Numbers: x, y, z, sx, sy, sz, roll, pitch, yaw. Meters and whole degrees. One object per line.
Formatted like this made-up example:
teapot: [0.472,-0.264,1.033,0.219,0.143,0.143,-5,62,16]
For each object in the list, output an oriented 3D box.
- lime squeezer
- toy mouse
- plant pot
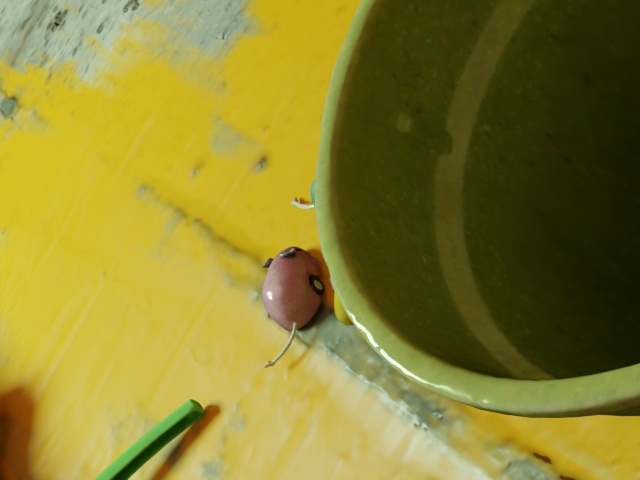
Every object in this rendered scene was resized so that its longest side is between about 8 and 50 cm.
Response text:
lime squeezer: [-0.180,0.233,0.952,0.110,0.059,0.310,7,70,52]
toy mouse: [0.000,0.000,0.926,0.161,0.031,0.143,-50,37,12]
plant pot: [0.183,-0.023,0.540,0.276,0.254,0.276,-30,44,34]
